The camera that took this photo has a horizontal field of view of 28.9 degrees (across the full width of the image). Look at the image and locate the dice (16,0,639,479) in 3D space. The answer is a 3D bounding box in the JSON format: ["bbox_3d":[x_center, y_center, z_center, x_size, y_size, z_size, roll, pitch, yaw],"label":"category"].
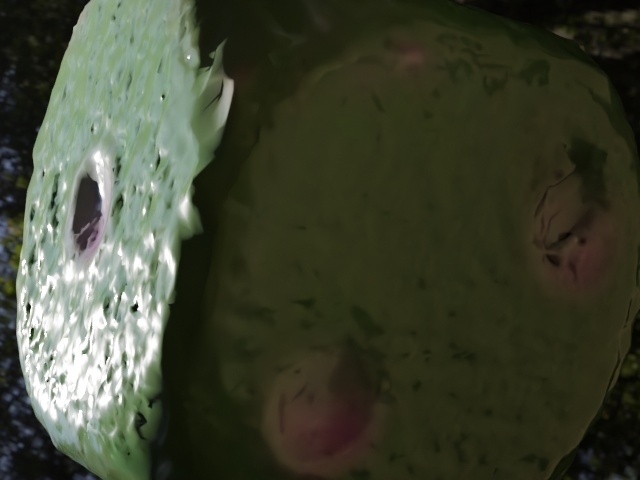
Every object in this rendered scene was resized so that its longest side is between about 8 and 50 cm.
[{"bbox_3d":[0.000,0.000,0.818,0.330,0.322,0.318,9,-84,-29],"label":"dice"}]
